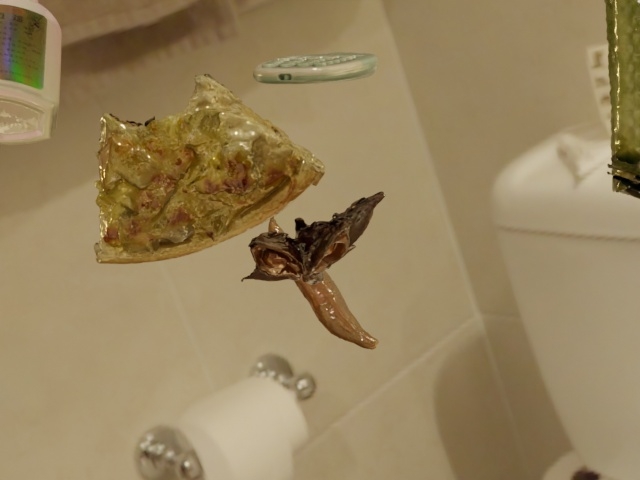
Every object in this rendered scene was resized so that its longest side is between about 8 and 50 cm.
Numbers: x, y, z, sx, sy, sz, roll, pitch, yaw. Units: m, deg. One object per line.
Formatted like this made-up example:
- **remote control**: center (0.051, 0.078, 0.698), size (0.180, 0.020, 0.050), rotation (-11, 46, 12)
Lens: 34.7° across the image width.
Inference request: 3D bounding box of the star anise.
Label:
- **star anise**: center (0.002, 0.004, 1.109), size (0.157, 0.053, 0.212), rotation (-33, -18, 26)

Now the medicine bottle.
- **medicine bottle**: center (-0.331, -0.195, 1.071), size (0.115, 0.078, 0.219), rotation (4, 44, -16)

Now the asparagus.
- **asparagus**: center (0.400, -0.229, 1.221), size (0.129, 0.381, 0.108), rotation (-6, 11, 2)

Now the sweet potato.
- **sweet potato**: center (-0.006, 0.084, 1.874), size (0.066, 0.314, 0.072), rotation (-38, -18, 5)

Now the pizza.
- **pizza**: center (-0.165, -0.080, 1.281), size (0.324, 0.223, 0.089), rotation (-22, 33, 4)

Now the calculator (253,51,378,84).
- **calculator**: center (-0.004, -0.284, 1.695), size (0.184, 0.042, 0.295), rotation (2, 15, 20)
